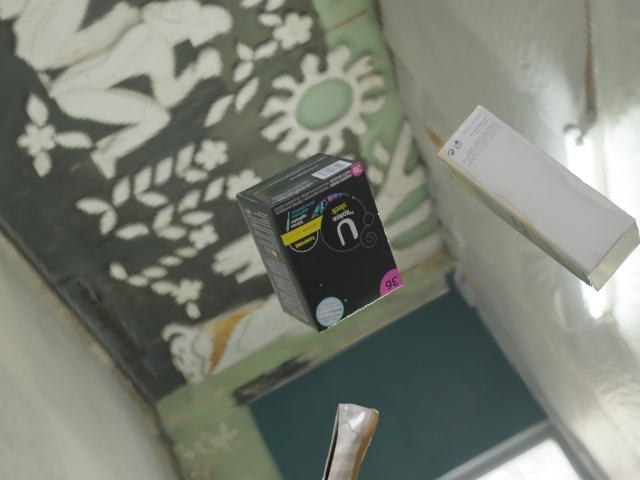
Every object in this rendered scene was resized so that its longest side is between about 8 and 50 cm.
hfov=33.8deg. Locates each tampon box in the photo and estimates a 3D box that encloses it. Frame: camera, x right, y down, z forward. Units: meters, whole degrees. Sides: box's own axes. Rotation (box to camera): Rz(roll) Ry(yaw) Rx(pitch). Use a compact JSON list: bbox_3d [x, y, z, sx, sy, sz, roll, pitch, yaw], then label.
[{"bbox_3d":[0.000,0.000,1.199,0.101,0.120,0.161,22,-43,61],"label":"tampon box"}]

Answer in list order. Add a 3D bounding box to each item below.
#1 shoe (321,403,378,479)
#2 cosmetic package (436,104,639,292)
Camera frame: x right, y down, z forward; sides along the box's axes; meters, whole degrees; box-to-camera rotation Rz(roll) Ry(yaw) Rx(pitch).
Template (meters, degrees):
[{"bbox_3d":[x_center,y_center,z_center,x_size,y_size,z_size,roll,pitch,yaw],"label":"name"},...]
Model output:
[{"bbox_3d":[0.023,0.343,1.535,0.058,0.219,0.076,20,-7,-12],"label":"shoe"},{"bbox_3d":[0.345,-0.065,1.664,0.309,0.113,0.160,42,3,24],"label":"cosmetic package"}]
